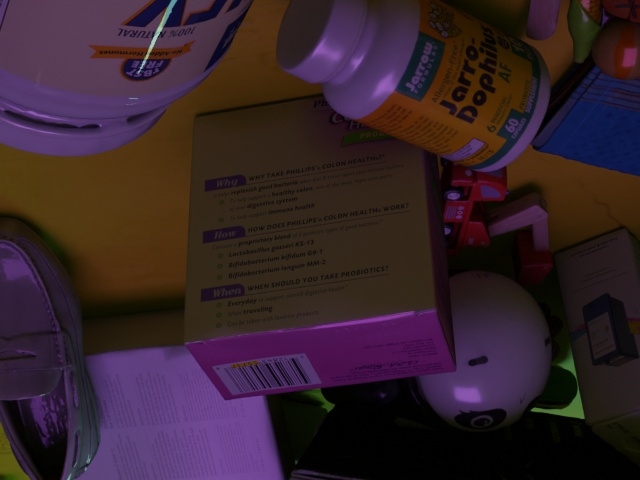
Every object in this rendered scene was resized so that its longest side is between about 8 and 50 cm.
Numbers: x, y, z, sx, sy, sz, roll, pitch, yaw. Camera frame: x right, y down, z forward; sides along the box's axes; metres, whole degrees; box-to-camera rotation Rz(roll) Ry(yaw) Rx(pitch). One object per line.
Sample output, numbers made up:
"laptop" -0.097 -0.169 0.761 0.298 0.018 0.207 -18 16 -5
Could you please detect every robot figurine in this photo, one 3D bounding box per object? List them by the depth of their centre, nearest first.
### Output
"robot figurine" 0.120 0.120 1.293 0.173 0.209 0.278 40 156 -24

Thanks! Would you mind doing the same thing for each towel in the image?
"towel" 0.401 -0.130 1.082 0.370 0.040 0.271 10 146 -19

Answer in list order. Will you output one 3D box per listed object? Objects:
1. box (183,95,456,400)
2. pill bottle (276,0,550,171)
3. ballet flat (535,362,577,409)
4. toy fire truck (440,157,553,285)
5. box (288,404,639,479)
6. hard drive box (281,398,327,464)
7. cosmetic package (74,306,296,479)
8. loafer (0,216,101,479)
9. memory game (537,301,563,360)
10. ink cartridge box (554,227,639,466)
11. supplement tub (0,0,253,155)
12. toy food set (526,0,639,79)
"box" 0.000 0.000 1.079 0.213 0.243 0.117 -9 147 11
"pill bottle" 0.074 -0.141 0.979 0.208 0.118 0.117 20 142 -28
"ballet flat" 0.217 0.176 1.524 0.231 0.077 0.077 14 162 -26
"toy fire truck" 0.180 -0.023 1.230 0.135 0.047 0.192 1 146 -4
"box" 0.216 0.370 1.351 0.471 0.297 0.480 6 -175 8
"hard drive box" -0.132 0.278 1.651 0.232 0.089 0.181 14 145 -23
"cosmetic package" -0.180 0.265 1.473 0.284 0.097 0.377 -7 117 6
"loafer" -0.310 0.129 1.298 0.112 0.111 0.319 -9 116 10
"memory game" 0.196 0.140 1.370 0.186 0.186 0.012 -27 116 34
"ink cartridge box" 0.340 0.118 1.302 0.093 0.212 0.154 -23 141 30
"supplement tub" -0.134 -0.222 0.739 0.235 0.235 0.325 12 145 -20
"toy food set" 0.254 -0.176 0.934 0.192 0.038 0.132 13 140 15
